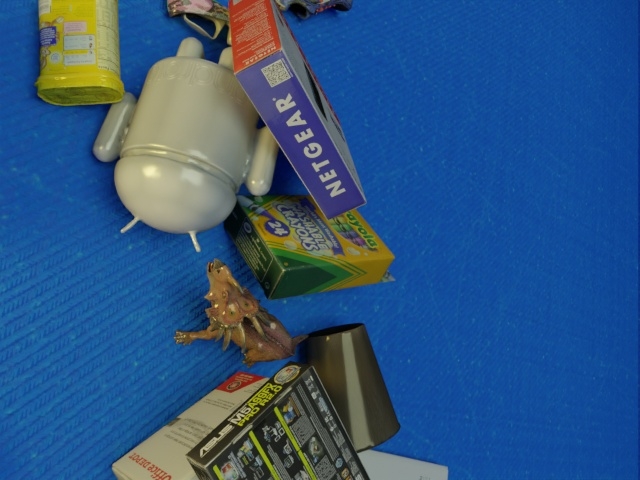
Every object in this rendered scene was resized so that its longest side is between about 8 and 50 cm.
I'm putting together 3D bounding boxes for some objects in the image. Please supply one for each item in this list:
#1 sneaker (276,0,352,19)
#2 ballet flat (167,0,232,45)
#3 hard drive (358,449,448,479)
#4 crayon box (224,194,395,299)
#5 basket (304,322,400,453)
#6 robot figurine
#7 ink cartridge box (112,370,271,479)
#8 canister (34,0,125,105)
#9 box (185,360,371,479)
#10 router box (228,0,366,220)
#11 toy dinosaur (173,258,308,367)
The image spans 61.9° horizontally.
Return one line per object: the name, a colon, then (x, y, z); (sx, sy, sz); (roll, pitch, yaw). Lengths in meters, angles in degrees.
sneaker: (-0.023, -0.538, 1.201); (0.221, 0.083, 0.086); (-6, 101, -33)
ballet flat: (-0.195, -0.432, 1.051); (0.222, 0.077, 0.079); (6, 98, -33)
hard drive: (0.160, 0.594, 1.201); (0.319, 0.040, 0.210); (26, 68, -33)
crayon box: (0.000, 0.000, 1.062); (0.323, 0.083, 0.203); (-4, 45, -39)
basket: (0.051, 0.294, 1.093); (0.205, 0.154, 0.226); (-11, 87, -41)
robot figurine: (-0.222, -0.162, 0.903); (0.300, 0.199, 0.353); (11, 73, 1)
ink cartridge box: (-0.168, 0.346, 0.876); (0.273, 0.197, 0.114); (-31, 105, -37)
canister: (-0.384, -0.311, 0.854); (0.126, 0.073, 0.169); (-4, 83, -2)
box: (-0.047, 0.356, 0.809); (0.216, 0.060, 0.269); (-37, 111, -34)
router box: (-0.042, -0.251, 0.971); (0.335, 0.082, 0.301); (55, 15, -42)
toy dinosaur: (-0.116, 0.157, 0.942); (0.296, 0.200, 0.127); (33, 65, -31)
